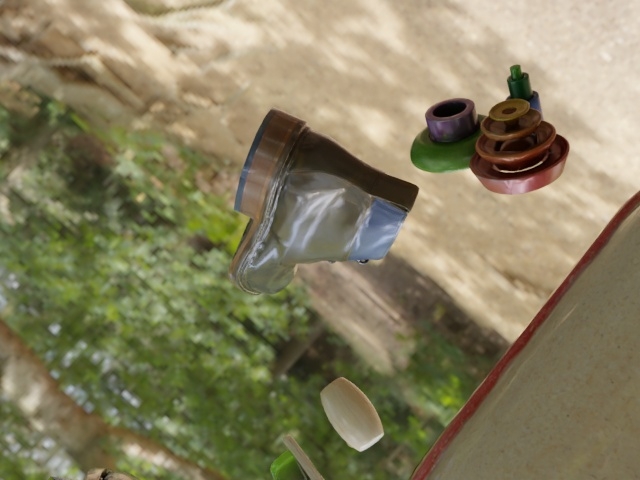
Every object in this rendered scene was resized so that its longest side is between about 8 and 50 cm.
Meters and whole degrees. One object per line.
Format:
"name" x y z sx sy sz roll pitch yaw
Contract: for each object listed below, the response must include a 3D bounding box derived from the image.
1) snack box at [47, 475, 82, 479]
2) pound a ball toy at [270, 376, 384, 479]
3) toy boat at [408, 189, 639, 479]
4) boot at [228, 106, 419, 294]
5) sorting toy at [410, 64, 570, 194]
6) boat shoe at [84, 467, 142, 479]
"snack box" -0.234 0.343 1.253 0.174 0.207 0.070 22 -166 -47
"pound a ball toy" 0.001 0.306 1.396 0.135 0.208 0.319 52 170 27
"toy boat" 0.128 0.082 0.499 0.151 0.231 0.151 38 -178 -2
"boot" 0.000 0.000 0.852 0.106 0.082 0.219 22 157 6
"sorting toy" 0.084 -0.059 0.629 0.102 0.061 0.042 27 141 53
"boat shoe" -0.077 0.146 0.557 0.065 0.075 0.206 2 179 -6
